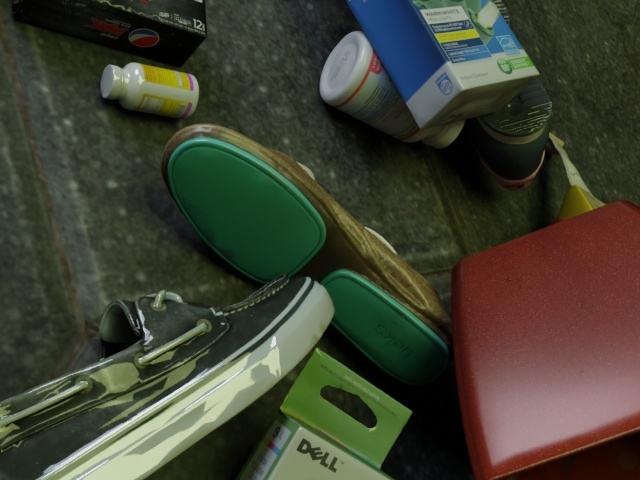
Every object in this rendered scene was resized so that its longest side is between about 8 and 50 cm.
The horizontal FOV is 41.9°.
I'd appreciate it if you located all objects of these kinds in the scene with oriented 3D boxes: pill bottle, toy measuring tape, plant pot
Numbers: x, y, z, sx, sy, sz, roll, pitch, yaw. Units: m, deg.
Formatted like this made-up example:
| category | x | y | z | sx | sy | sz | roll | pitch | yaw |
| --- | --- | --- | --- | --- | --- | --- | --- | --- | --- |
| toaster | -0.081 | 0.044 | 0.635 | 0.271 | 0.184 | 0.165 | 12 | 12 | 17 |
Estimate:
| category | x | y | z | sx | sy | sz | roll | pitch | yaw |
| --- | --- | --- | --- | --- | --- | --- | --- | --- | --- |
| pill bottle | 0.085 | -0.165 | 0.947 | 0.160 | 0.087 | 0.087 | 22 | 55 | -29 |
| toy measuring tape | 0.307 | -0.013 | 1.057 | 0.121 | 0.121 | 0.330 | 26 | 30 | -25 |
| pill bottle | -0.157 | -0.139 | 0.771 | 0.083 | 0.043 | 0.043 | 5 | 64 | -37 |
| plant pot | 0.255 | 0.126 | 0.777 | 0.267 | 0.267 | 0.236 | 61 | 9 | -48 |

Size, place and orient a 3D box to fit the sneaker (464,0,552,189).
| category | x | y | z | sx | sy | sz | roll | pitch | yaw |
| --- | --- | --- | --- | --- | --- | --- | --- | --- | --- |
| sneaker | 0.204 | -0.198 | 1.068 | 0.112 | 0.131 | 0.319 | -10 | 49 | 3 |

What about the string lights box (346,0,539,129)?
| category | x | y | z | sx | sy | sz | roll | pitch | yaw |
| --- | --- | --- | --- | --- | --- | --- | --- | --- | --- |
| string lights box | 0.108 | -0.255 | 0.900 | 0.133 | 0.077 | 0.260 | -19 | 75 | -39 |

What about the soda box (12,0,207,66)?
| category | x | y | z | sx | sy | sz | roll | pitch | yaw |
| --- | --- | --- | --- | --- | --- | --- | --- | --- | --- |
| soda box | -0.192 | -0.218 | 0.775 | 0.168 | 0.060 | 0.053 | 11 | 62 | -35 |

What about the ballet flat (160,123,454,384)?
| category | x | y | z | sx | sy | sz | roll | pitch | yaw |
| --- | --- | --- | --- | --- | --- | --- | --- | --- | --- |
| ballet flat | 0.000 | 0.000 | 0.788 | 0.342 | 0.116 | 0.124 | 38 | 29 | -17 |

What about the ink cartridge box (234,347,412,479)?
| category | x | y | z | sx | sy | sz | roll | pitch | yaw |
| --- | --- | --- | --- | --- | --- | --- | --- | --- | --- |
| ink cartridge box | -0.007 | 0.201 | 0.629 | 0.109 | 0.062 | 0.209 | 35 | 79 | -18 |

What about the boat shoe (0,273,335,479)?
| category | x | y | z | sx | sy | sz | roll | pitch | yaw |
| --- | --- | --- | --- | --- | --- | --- | --- | --- | --- |
| boat shoe | -0.119 | 0.092 | 0.622 | 0.335 | 0.121 | 0.119 | -33 | 90 | -43 |
